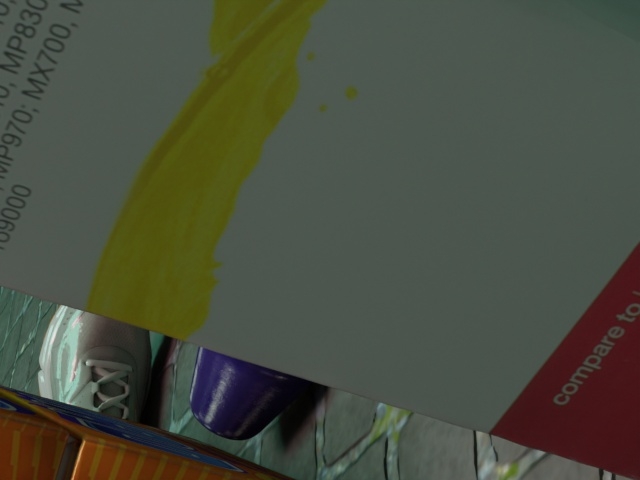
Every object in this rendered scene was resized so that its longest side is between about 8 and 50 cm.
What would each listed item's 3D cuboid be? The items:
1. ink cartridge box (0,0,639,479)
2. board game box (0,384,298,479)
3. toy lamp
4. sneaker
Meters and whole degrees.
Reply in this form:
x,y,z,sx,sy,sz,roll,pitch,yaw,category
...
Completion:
x,y,z,sx,sy,sz,roll,pitch,yaw,category
-0.016,-0.102,0.481,0.160,0.384,0.279,-58,25,31,ink cartridge box
-0.222,0.257,0.730,0.356,0.356,0.357,-2,71,67,board game box
0.000,0.000,0.788,0.275,0.080,0.080,-60,24,21,toy lamp
-0.173,0.160,1.076,0.121,0.099,0.263,2,82,60,sneaker
